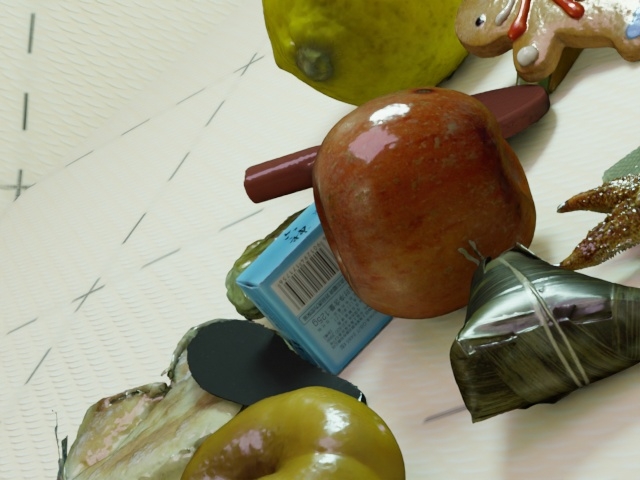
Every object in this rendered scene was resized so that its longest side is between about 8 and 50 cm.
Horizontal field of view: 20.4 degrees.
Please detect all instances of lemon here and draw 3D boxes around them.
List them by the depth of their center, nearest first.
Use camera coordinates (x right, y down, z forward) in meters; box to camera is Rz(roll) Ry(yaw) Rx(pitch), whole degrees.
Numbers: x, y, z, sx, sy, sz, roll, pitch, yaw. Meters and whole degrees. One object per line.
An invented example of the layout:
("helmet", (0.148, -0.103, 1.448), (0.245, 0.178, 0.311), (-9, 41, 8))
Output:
("lemon", (0.076, -0.359, 2.525), (0.349, 0.350, 0.387), (-21, 22, 44))

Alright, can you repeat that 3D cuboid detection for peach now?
("peach", (-0.034, 0.245, 1.641), (0.251, 0.153, 0.251), (-41, 19, 18))

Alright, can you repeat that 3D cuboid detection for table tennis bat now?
("table tennis bat", (0.091, -0.120, 2.226), (0.414, 0.051, 0.268), (-15, 14, 24))

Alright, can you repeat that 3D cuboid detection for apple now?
("apple", (0.113, -0.044, 1.867), (0.253, 0.253, 0.253), (-35, 19, 14))

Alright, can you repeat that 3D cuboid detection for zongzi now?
("zongzi", (0.245, 0.057, 1.642), (0.241, 0.111, 0.248), (-15, 19, 14))

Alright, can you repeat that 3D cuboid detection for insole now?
("insole", (-0.056, 0.149, 1.972), (0.110, 0.012, 0.309), (-41, 34, -23))

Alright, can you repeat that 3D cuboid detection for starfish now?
("starfish", (0.322, -0.042, 1.707), (0.227, 0.043, 0.240), (-17, 38, 32))

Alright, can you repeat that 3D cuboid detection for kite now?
("kite", (-0.325, 0.278, 2.214), (0.139, 0.011, 0.157), (116, 150, -51))

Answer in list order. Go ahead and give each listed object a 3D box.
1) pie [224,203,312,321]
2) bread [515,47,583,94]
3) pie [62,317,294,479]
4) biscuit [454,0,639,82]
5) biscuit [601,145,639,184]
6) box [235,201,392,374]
("pie", (0.000, 0.000, 2.206), (0.306, 0.071, 0.306), (-33, 9, 6))
("bread", (0.305, -0.231, 2.295), (0.074, 0.084, 0.139), (-18, 59, 47))
("pie", (-0.166, 0.212, 2.087), (0.337, 0.075, 0.337), (-31, 25, 16))
("biscuit", (0.299, -0.294, 2.227), (0.324, 0.049, 0.205), (1, 63, 44))
("biscuit", (0.374, -0.086, 1.786), (0.199, 0.040, 0.121), (-33, 22, 18))
("box", (0.037, 0.021, 2.020), (0.232, 0.142, 0.083), (-46, 19, -16))
